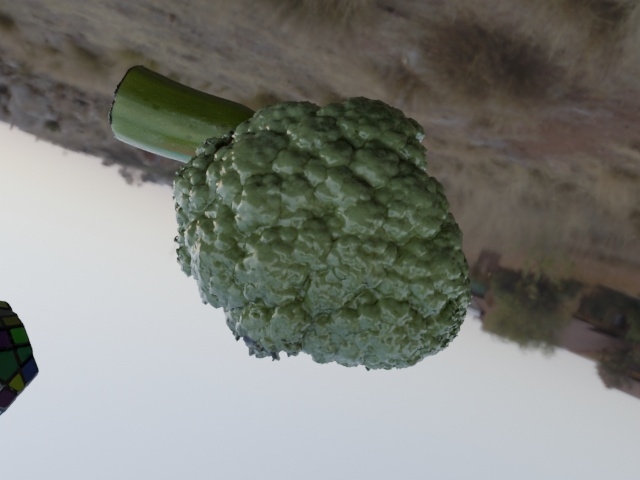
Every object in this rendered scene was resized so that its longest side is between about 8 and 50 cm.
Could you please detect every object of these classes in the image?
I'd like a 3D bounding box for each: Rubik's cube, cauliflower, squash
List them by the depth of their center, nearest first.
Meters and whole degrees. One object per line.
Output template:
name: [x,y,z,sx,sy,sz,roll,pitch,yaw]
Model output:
Rubik's cube: [-0.336,0.117,0.757,0.112,0.133,0.133,-24,-150,-27]
cauliflower: [0.000,0.000,0.782,0.272,0.275,0.250,-10,167,6]
squash: [-0.142,-0.128,0.923,0.188,0.095,0.095,21,-174,9]
